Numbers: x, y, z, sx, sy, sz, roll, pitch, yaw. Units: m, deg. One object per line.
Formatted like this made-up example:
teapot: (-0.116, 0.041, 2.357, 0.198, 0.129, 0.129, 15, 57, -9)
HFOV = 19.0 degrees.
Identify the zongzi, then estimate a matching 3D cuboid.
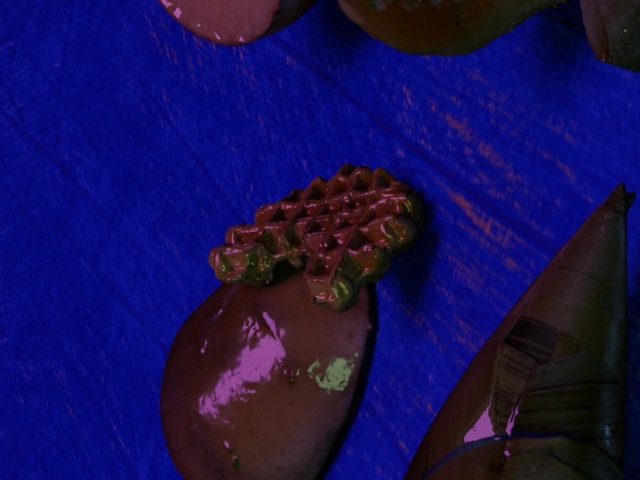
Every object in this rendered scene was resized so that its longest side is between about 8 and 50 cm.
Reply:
zongzi: (0.105, 0.134, 1.192, 0.260, 0.123, 0.289, 136, 150, -58)

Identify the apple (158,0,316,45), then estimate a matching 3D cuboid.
apple: (-0.030, -0.323, 1.648, 0.251, 0.163, 0.293, 52, 135, 27)

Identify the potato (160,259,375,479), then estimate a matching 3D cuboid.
potato: (-0.064, 0.105, 1.608, 0.239, 0.116, 0.299, -93, 28, -42)

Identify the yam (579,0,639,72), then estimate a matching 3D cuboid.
yam: (0.198, -0.161, 1.156, 0.146, 0.070, 0.069, -54, 32, 42)

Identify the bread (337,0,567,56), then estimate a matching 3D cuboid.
bread: (0.121, -0.240, 1.245, 0.246, 0.176, 0.195, 131, 156, -55)

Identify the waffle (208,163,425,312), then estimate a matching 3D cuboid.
waffle: (0.002, 0.003, 1.492, 0.149, 0.051, 0.194, -40, 27, -11)
